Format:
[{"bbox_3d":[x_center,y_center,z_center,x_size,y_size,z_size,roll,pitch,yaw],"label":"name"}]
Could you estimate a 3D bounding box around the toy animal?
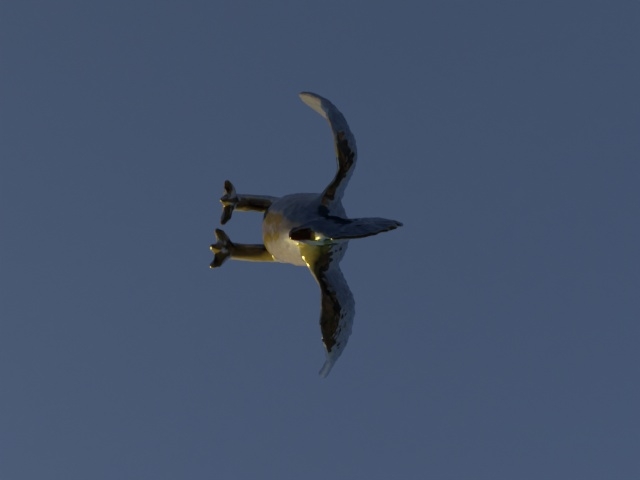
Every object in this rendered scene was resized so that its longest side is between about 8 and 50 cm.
[{"bbox_3d":[0.000,0.000,1.435,0.176,0.255,0.239,4,-86,17],"label":"toy animal"}]
